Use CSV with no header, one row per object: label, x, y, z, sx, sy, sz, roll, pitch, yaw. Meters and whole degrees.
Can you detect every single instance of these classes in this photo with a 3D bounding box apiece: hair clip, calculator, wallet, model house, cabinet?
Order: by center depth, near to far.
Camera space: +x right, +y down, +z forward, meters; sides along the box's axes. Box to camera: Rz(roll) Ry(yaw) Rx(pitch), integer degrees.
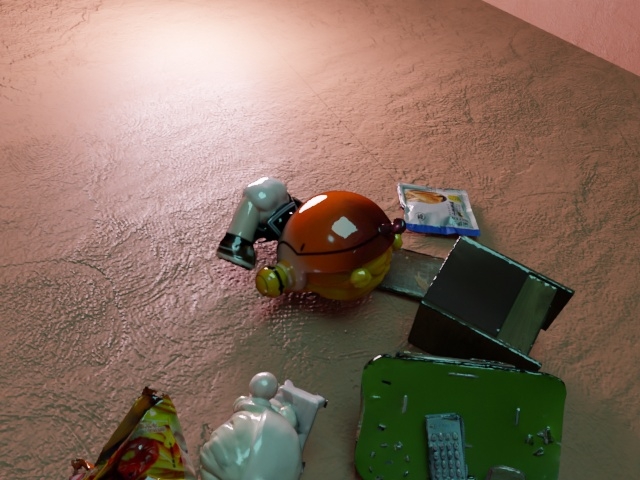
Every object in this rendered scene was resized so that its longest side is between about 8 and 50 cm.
hair clip,0.253,0.382,0.895,0.054,0.137,0.022,8,4,6
calculator,0.184,0.333,0.905,0.057,0.172,0.018,-5,-2,7
model house,0.205,0.281,0.990,0.294,0.207,0.154,6,-1,5
cabinet,0.296,0.137,1.126,0.215,0.148,0.175,27,56,16
wallet,0.203,0.075,1.271,0.232,0.031,0.122,15,46,5

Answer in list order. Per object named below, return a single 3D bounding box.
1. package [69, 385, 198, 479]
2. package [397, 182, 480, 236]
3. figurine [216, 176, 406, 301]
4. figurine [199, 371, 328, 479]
package,-0.215,0.343,0.767,0.108,0.223,0.288,26,28,-49
package,0.266,-0.071,1.445,0.171,0.027,0.173,6,39,-8
figurine,-0.001,-0.004,1.182,0.323,0.196,0.320,18,35,21
figurine,-0.077,0.277,0.825,0.144,0.182,0.256,40,12,5
